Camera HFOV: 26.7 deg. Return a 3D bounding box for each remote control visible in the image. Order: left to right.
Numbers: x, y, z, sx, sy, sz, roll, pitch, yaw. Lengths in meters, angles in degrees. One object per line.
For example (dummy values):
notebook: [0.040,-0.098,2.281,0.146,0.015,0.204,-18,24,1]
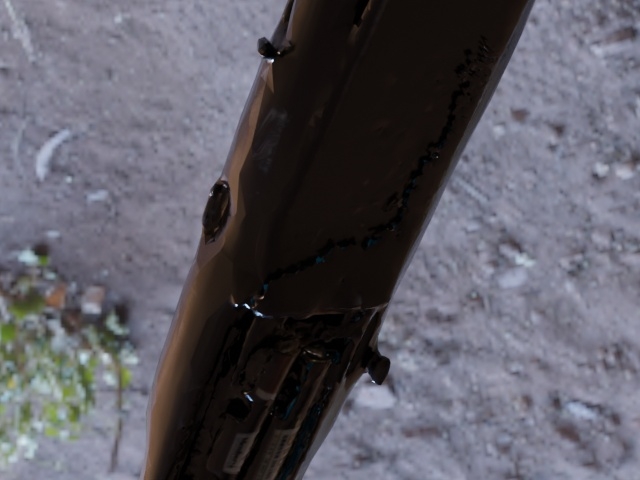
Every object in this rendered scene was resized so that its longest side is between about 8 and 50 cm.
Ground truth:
remote control: [0.000,0.000,0.674,0.144,0.062,0.399,-5,131,-36]
